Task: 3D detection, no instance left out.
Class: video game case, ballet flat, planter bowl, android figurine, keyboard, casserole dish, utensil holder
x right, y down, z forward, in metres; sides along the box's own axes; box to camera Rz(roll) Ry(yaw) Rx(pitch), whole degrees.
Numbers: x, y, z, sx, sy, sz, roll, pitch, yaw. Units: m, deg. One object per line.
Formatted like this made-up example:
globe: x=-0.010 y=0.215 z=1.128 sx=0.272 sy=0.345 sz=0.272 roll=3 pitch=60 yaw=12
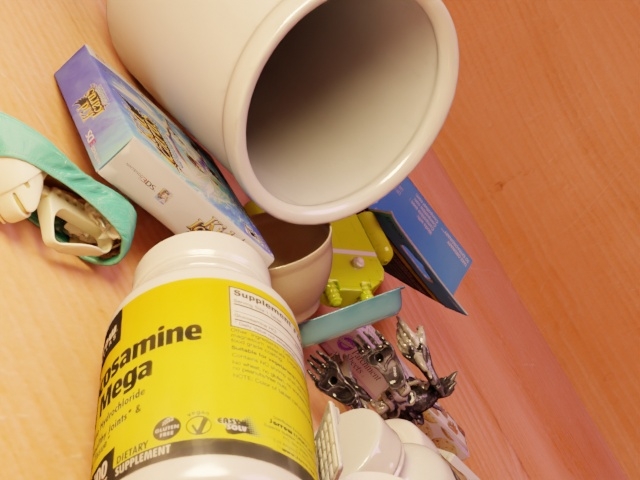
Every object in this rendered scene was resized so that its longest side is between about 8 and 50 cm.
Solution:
video game case: x=-0.188 y=-0.092 z=1.169 sx=0.244 sy=0.061 sz=0.269 roll=41 pitch=8 yaw=-39
ballet flat: x=-0.268 y=-0.043 z=0.946 sx=0.247 sy=0.083 sz=0.087 roll=37 pitch=35 yaw=-46
planter bowl: x=-0.057 y=0.044 z=1.273 sx=0.162 sy=0.162 sz=0.109 roll=-87 pitch=168 yaw=-62
android figurine: x=0.000 y=0.000 z=1.500 sx=0.248 sy=0.056 sz=0.272 roll=7 pitch=42 yaw=-34
keyboard: x=-0.018 y=0.255 z=0.886 sx=0.014 sy=0.256 sz=0.072 roll=11 pitch=38 yaw=-9
casserole dish: x=0.033 y=0.109 z=1.339 sx=0.114 sy=0.188 sz=0.037 roll=136 pitch=-65 yaw=-80
utensil holder: x=-0.064 y=-0.253 z=1.291 sx=0.385 sy=0.327 sz=0.328 roll=42 pitch=3 yaw=42
video game case: x=0.182 y=0.341 z=1.436 sx=0.143 sy=0.019 sz=0.157 roll=7 pitch=-33 yaw=52

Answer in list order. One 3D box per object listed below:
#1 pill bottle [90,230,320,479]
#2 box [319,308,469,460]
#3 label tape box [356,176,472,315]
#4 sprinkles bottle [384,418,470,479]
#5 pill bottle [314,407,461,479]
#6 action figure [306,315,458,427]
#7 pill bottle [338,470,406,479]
pill bottle: x=-0.104 y=0.145 z=0.875 sx=0.188 sy=0.188 sz=0.334 roll=46 pitch=20 yaw=-33
box: x=0.118 y=0.235 z=1.524 sx=0.324 sy=0.067 sz=0.063 roll=50 pitch=18 yaw=-24
label tape box: x=0.146 y=-0.026 z=1.749 sx=0.249 sy=0.115 sz=0.348 roll=50 pitch=-10 yaw=-24
sprinkles bottle: x=0.180 y=0.382 z=1.333 sx=0.355 sy=0.121 sz=0.121 roll=46 pitch=20 yaw=-32
pill bottle: x=0.108 y=0.345 z=1.114 sx=0.318 sy=0.176 sz=0.176 roll=51 pitch=18 yaw=-19
action figure: x=0.090 y=0.186 z=1.345 sx=0.141 sy=0.164 sz=0.276 roll=62 pitch=10 yaw=27
pill bottle: x=0.041 y=0.324 z=0.895 sx=0.119 sy=0.119 sz=0.208 roll=-82 pitch=179 yaw=-64
